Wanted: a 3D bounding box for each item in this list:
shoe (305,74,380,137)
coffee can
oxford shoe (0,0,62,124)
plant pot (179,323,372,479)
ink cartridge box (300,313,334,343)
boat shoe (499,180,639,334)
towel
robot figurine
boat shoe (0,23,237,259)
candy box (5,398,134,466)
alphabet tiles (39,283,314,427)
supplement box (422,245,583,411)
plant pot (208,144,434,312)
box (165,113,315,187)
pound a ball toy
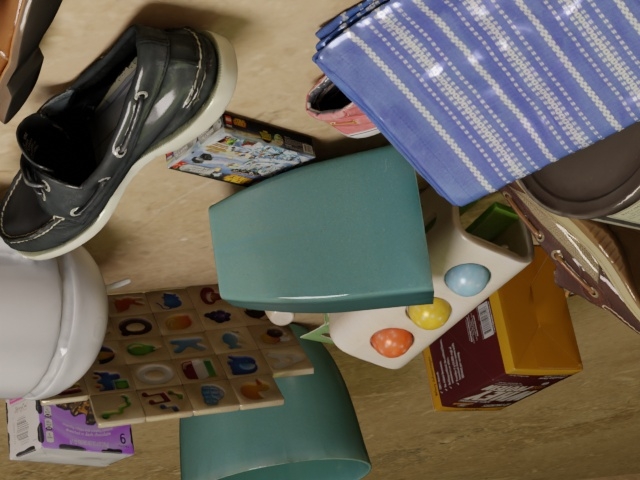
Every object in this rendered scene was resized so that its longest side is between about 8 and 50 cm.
[{"bbox_3d":[0.073,-0.152,1.322,0.178,0.063,0.081,-20,160,30],"label":"shoe"},{"bbox_3d":[0.358,-0.105,1.389,0.275,0.201,0.201,9,151,-42],"label":"coffee can"},{"bbox_3d":[-0.260,-0.182,1.092,0.076,0.076,0.212,34,136,-3],"label":"oxford shoe"},{"bbox_3d":[-0.084,0.265,2.065,0.293,0.235,0.293,-9,159,-3],"label":"plant pot"},{"bbox_3d":[0.075,0.085,1.921,0.109,0.062,0.209,13,148,-42],"label":"ink cartridge box"},{"bbox_3d":[0.331,0.013,1.584,0.123,0.342,0.123,-50,-172,-29],"label":"boat shoe"},{"bbox_3d":[0.185,-0.168,1.207,0.336,0.040,0.243,-26,121,34],"label":"towel"},{"bbox_3d":[-0.386,0.075,1.488,0.353,0.200,0.300,8,136,-39],"label":"robot figurine"},{"bbox_3d":[-0.225,-0.092,1.248,0.113,0.127,0.340,13,147,-44],"label":"boat shoe"},{"bbox_3d":[-0.348,0.203,1.834,0.070,0.196,0.165,-25,155,34],"label":"candy box"},{"bbox_3d":[-0.195,0.139,1.694,0.342,0.285,0.011,-5,119,-19],"label":"alphabet tiles"},{"bbox_3d":[0.252,0.130,1.945,0.129,0.191,0.194,4,155,-32],"label":"supplement box"},{"bbox_3d":[0.000,0.000,1.509,0.234,0.166,0.165,-8,171,3],"label":"plant pot"},{"bbox_3d":[-0.086,-0.094,1.440,0.094,0.027,0.137,-28,154,37],"label":"box"},{"bbox_3d":[0.088,0.053,1.686,0.208,0.136,0.319,22,136,-26],"label":"pound a ball toy"}]
